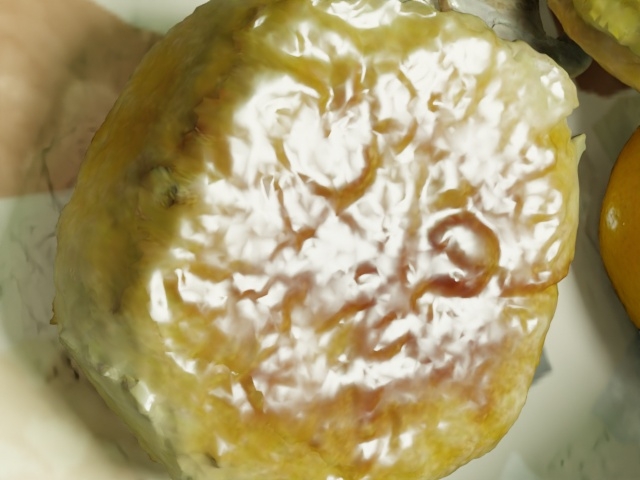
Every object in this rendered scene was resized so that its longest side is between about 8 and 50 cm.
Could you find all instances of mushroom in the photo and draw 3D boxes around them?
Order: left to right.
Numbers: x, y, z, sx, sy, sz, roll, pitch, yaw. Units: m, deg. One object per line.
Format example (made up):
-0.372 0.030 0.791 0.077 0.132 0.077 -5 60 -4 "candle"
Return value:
0.096 -0.102 0.675 0.101 0.019 0.049 15 68 -36 "mushroom"

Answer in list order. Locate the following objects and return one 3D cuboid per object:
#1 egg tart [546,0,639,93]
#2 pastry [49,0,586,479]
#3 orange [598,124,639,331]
0.229 -0.179 0.642 0.123 0.294 0.294 76 33 -51 "egg tart"
0.000 0.000 0.499 0.182 0.093 0.192 19 90 -28 "pastry"
0.206 0.001 0.668 0.156 0.124 0.156 14 55 -21 "orange"
